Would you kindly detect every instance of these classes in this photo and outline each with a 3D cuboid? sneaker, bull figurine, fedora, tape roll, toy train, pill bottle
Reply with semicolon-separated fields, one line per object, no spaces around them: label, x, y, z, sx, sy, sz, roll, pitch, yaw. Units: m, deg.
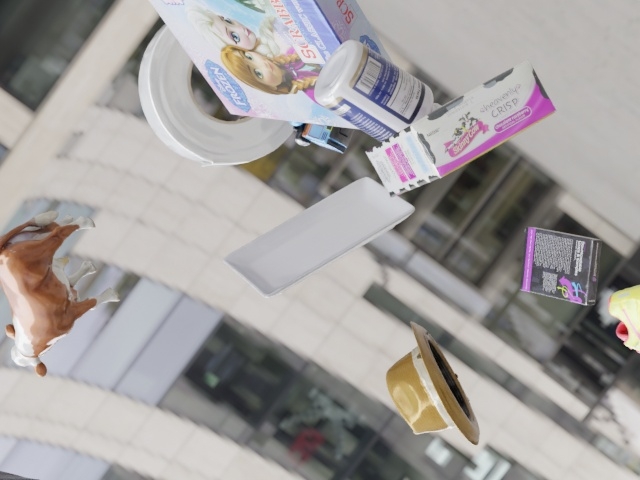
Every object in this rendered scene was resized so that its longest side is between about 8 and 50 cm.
sneaker;0.434;0.120;1.918;0.094;0.081;0.208;-8;136;30
bull figurine;-0.431;0.080;2.367;0.101;0.188;0.310;40;154;30
fedora;0.141;0.202;1.970;0.194;0.079;0.194;58;-171;-14
tape roll;-0.166;-0.269;2.555;0.286;0.286;0.100;36;170;-15
toy train;0.019;-0.237;2.456;0.105;0.184;0.080;21;178;32
pill bottle;0.084;-0.177;1.900;0.169;0.094;0.094;31;-173;-21

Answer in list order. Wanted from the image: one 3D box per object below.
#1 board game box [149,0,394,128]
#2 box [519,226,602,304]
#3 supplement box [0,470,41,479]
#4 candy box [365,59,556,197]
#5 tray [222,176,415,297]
board game box;-0.069;-0.285;2.037;0.318;0.066;0.319;10;149;39
box;0.420;0.044;2.605;0.029;0.116;0.162;-1;-171;-37
supplement box;-0.481;0.442;1.742;0.194;0.356;0.195;4;176;39
candy box;0.158;-0.125;1.728;0.071;0.159;0.233;61;169;-1
tray;0.000;0.000;2.223;0.145;0.270;0.030;36;151;52
